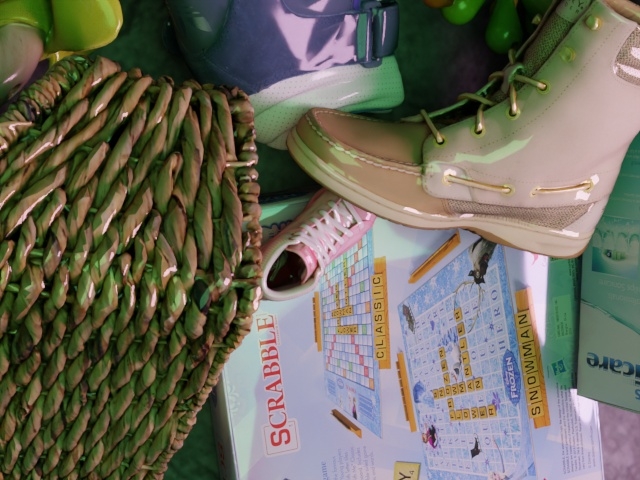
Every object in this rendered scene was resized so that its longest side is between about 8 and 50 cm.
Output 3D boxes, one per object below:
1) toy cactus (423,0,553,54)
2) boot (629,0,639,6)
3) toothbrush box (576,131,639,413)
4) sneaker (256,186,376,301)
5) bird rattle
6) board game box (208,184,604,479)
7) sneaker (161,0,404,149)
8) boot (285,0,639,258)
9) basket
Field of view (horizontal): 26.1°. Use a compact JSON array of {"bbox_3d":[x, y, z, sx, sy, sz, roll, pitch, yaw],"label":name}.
[{"bbox_3d":[0.149,-0.231,1.048,0.219,0.112,0.180,20,69,-52],"label":"toy cactus"},{"bbox_3d":[0.195,-0.375,0.999,0.284,0.138,0.377,18,81,-33],"label":"boot"},{"bbox_3d":[0.328,-0.017,1.120,0.216,0.126,0.295,-8,101,-38],"label":"toothbrush box"},{"bbox_3d":[0.000,0.000,1.011,0.134,0.070,0.051,-37,104,-11],"label":"sneaker"},{"bbox_3d":[-0.259,-0.129,0.938,0.207,0.143,0.253,37,68,5],"label":"bird rattle"},{"bbox_3d":[0.067,0.104,1.119,0.318,0.066,0.318,-9,101,-16],"label":"board game box"},{"bbox_3d":[0.022,-0.217,1.042,0.323,0.130,0.236,-45,130,-22],"label":"sneaker"},{"bbox_3d":[0.125,-0.102,0.982,0.262,0.095,0.203,14,122,-22],"label":"boot"},{"bbox_3d":[-0.184,0.017,0.907,0.223,0.299,0.213,7,55,-18],"label":"basket"}]
